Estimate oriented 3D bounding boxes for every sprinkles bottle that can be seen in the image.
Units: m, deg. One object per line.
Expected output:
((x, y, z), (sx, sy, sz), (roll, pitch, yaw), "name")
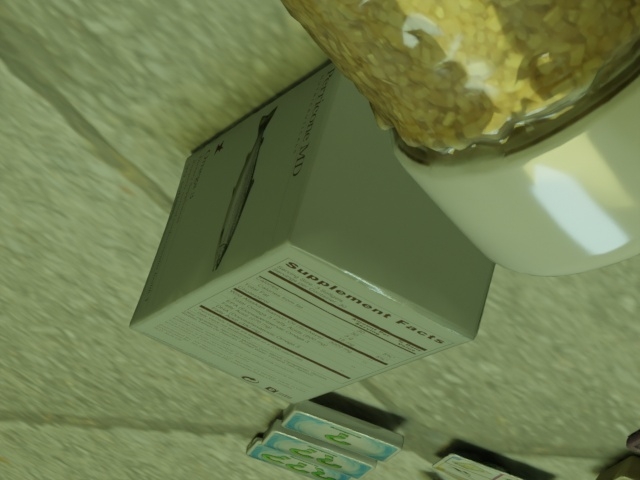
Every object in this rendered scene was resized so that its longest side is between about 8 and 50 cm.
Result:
((-0.012, -0.146, 0.501), (0.121, 0.121, 0.355), (-11, 130, 47), "sprinkles bottle")

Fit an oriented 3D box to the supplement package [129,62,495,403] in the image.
((0.000, 0.000, 0.961), (0.105, 0.105, 0.179), (27, 154, -20), "supplement package")

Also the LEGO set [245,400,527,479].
((0.072, 0.188, 1.377), (0.244, 0.060, 0.182), (21, 160, -7), "LEGO set")

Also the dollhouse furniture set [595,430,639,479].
((0.211, 0.180, 1.229), (0.091, 0.081, 0.114), (22, 156, -9), "dollhouse furniture set")
